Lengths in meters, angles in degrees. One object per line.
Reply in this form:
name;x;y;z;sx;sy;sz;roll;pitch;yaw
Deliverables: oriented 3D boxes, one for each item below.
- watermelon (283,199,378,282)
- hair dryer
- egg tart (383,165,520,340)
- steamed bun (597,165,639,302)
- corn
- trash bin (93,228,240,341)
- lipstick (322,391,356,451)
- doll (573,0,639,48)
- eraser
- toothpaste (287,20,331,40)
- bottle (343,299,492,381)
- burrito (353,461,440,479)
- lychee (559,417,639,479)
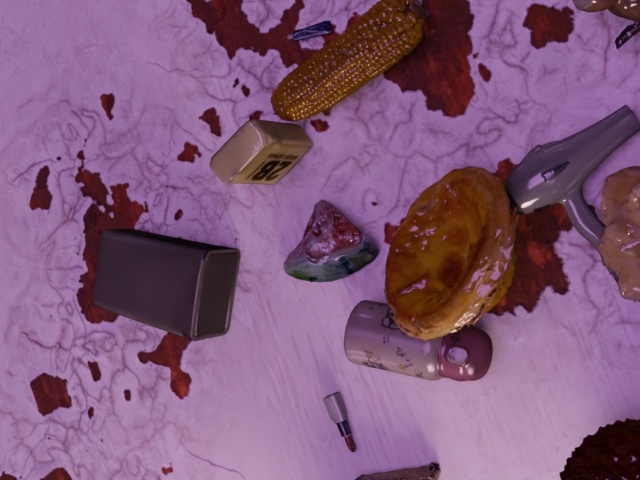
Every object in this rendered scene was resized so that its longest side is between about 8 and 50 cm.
watermelon;0.000;0.000;1.791;0.187;0.071;0.139;-15;80;27
hair dryer;0.437;-0.076;1.574;0.267;0.092;0.229;38;102;7
egg tart;0.215;0.028;1.613;0.295;0.116;0.294;-40;37;40
steamed bun;0.508;-0.008;1.412;0.296;0.137;0.292;2;117;33
corn;0.044;-0.292;1.744;0.313;0.102;0.102;-36;75;26
trash bin;-0.285;0.076;1.909;0.241;0.122;0.164;11;97;28
lipstick;0.037;0.316;1.801;0.025;0.025;0.107;-23;87;27
doll;0.499;-0.433;1.465;0.174;0.235;0.330;33;121;-22
eraser;-0.099;-0.147;1.776;0.117;0.172;0.058;-42;75;21
toothpaste;-0.019;-0.363;1.817;0.083;0.019;0.027;-11;69;23
bottle;0.161;0.167;1.686;0.233;0.110;0.109;10;96;27
burrito;0.118;0.406;1.746;0.171;0.051;0.042;-12;99;24
lychee;0.467;0.379;1.451;0.275;0.276;0.304;65;152;11
